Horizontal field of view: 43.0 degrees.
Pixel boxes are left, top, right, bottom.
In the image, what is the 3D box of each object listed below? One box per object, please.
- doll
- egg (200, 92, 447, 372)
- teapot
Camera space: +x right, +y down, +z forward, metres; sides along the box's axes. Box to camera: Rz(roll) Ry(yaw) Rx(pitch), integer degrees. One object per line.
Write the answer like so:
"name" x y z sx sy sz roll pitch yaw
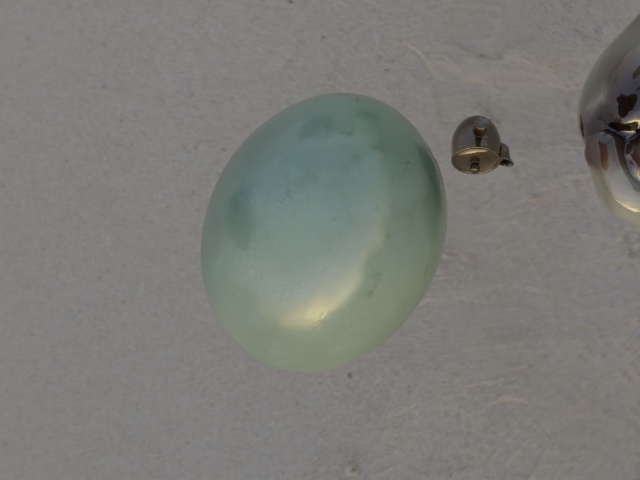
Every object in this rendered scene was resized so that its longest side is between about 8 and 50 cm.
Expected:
"doll" 0.404 -0.069 0.809 0.370 0.226 0.215 49 160 17
"egg" 0.000 0.000 0.702 0.203 0.203 0.283 44 139 22
"teapot" 0.219 -0.136 1.081 0.085 0.110 0.080 4 62 5
